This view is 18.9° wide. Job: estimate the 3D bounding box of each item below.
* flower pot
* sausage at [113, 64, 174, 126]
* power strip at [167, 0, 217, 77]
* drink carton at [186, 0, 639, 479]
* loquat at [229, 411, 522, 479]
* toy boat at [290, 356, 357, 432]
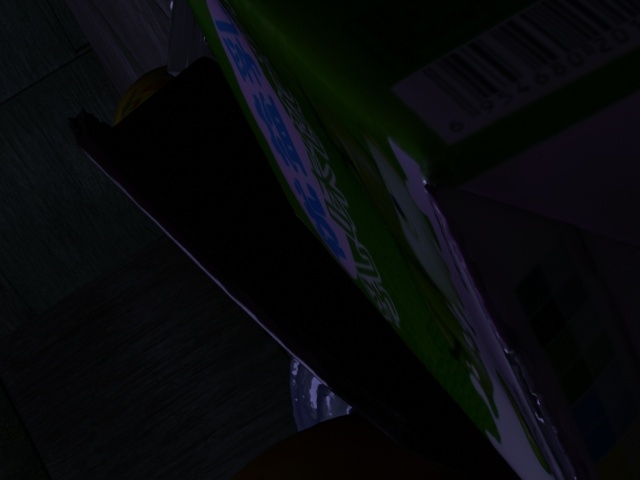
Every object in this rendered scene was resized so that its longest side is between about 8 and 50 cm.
[{"bbox_3d":[0.000,0.000,0.957,0.251,0.084,0.179,43,-175,25],"label":"flower pot"},{"bbox_3d":[-0.096,-0.069,1.602,0.123,0.123,0.347,59,173,-23],"label":"sausage"},{"bbox_3d":[-0.054,-0.128,1.122,0.272,0.052,0.078,-152,68,-80],"label":"power strip"},{"bbox_3d":[0.053,-0.034,0.574,0.161,0.108,0.271,64,173,-33],"label":"drink carton"},{"bbox_3d":[0.057,0.251,1.075,0.328,0.328,0.328,56,175,8],"label":"loquat"},{"bbox_3d":[0.071,0.149,1.280,0.283,0.127,0.078,51,179,-39],"label":"toy boat"}]
